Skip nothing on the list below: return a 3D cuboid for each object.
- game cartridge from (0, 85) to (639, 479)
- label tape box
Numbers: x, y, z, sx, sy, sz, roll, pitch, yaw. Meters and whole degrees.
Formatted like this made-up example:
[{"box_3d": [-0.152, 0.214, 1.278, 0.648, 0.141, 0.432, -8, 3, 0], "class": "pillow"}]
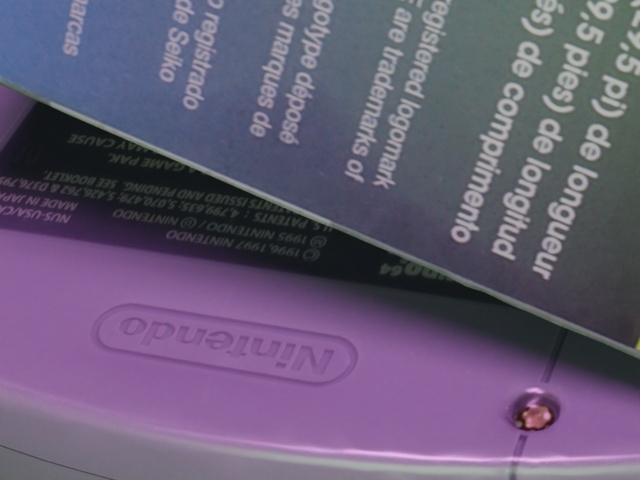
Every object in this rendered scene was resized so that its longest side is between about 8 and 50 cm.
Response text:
[{"box_3d": [0.000, 0.000, 0.551, 0.297, 0.198, 0.062, 8, 140, 22], "class": "game cartridge"}, {"box_3d": [0.057, -0.121, 0.410, 0.348, 0.115, 0.249, 22, 124, 6], "class": "label tape box"}]
